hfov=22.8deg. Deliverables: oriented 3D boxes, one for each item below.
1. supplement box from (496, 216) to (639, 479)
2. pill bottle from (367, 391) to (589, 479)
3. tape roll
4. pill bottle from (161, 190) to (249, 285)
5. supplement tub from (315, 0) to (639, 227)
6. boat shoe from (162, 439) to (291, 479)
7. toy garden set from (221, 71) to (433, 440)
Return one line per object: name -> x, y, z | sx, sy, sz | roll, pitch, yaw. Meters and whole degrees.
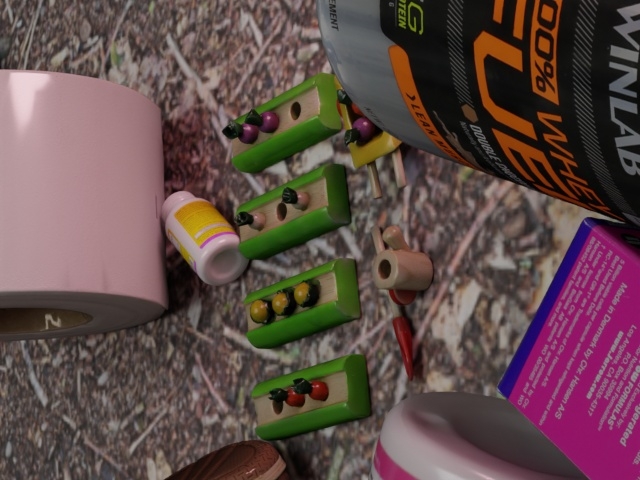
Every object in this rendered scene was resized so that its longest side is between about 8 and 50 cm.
supplement box -> 0.206, 0.092, 0.761 | 0.220, 0.111, 0.114 | 46, 120, 44
pill bottle -> 0.080, 0.240, 0.867 | 0.160, 0.160, 0.283 | 27, 108, 50
tape roll -> -0.247, -0.018, 1.249 | 0.246, 0.246, 0.169 | -17, 72, 50
pill bottle -> -0.090, -0.004, 1.208 | 0.083, 0.043, 0.043 | 47, 122, 44
supplement tub -> 0.168, -0.109, 0.756 | 0.338, 0.207, 0.207 | 24, 105, 51
boat shoe -> -0.098, 0.225, 1.176 | 0.257, 0.095, 0.095 | -30, 97, 44
toy garden set -> 0.000, 0.000, 1.087 | 0.204, 0.049, 0.244 | -23, 68, 49
